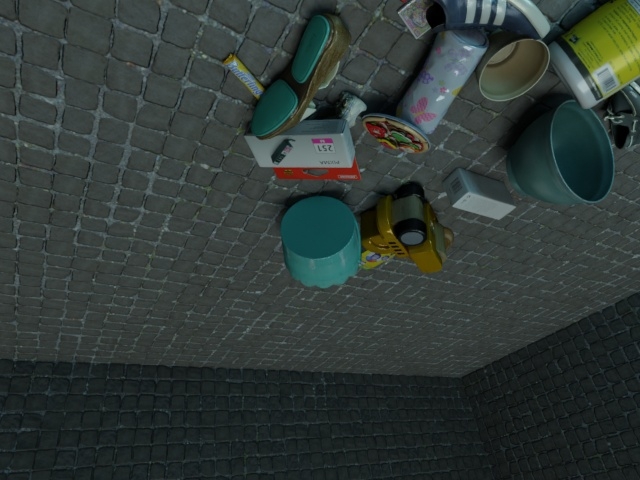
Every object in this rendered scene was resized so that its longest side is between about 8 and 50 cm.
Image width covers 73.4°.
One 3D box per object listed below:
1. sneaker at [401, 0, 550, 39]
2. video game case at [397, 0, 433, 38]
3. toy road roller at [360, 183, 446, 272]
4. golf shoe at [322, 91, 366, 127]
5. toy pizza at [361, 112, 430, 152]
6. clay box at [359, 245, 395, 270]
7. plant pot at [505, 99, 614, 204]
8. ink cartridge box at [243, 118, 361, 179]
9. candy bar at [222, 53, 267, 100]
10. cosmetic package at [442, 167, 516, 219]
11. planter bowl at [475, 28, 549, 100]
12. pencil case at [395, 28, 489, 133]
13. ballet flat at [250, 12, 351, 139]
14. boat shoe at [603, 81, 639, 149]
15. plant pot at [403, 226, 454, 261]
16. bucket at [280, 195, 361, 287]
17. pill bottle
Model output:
[{"bbox_3d":[0.311,-0.481,0.887,0.349,0.131,0.148,19,134,-22],"label":"sneaker"},{"bbox_3d":[0.243,-0.518,0.951,0.122,0.011,0.087,-31,140,27],"label":"video game case"},{"bbox_3d":[0.285,-0.027,1.514,0.240,0.203,0.329,-15,142,29],"label":"toy road roller"},{"bbox_3d":[0.056,-0.311,1.158,0.085,0.069,0.176,9,143,-35],"label":"golf shoe"},{"bbox_3d":[0.198,-0.278,1.155,0.201,0.032,0.201,25,177,1],"label":"toy pizza"},{"bbox_3d":[0.209,0.050,1.721,0.222,0.053,0.127,-34,138,30],"label":"clay box"},{"bbox_3d":[0.683,-0.233,1.269,0.292,0.294,0.196,10,167,-27],"label":"plant pot"},{"bbox_3d":[-0.041,-0.225,1.183,0.274,0.060,0.239,3,149,19],"label":"ink cartridge box"},{"bbox_3d":[-0.172,-0.384,1.035,0.040,0.018,0.161,-25,143,21],"label":"candy bar"},{"bbox_3d":[0.537,-0.155,1.454,0.230,0.118,0.085,13,140,-27],"label":"cosmetic package"},{"bbox_3d":[0.444,-0.436,1.032,0.161,0.109,0.162,-6,145,-4],"label":"planter bowl"},{"bbox_3d":[0.286,-0.392,1.049,0.124,0.113,0.273,35,140,8],"label":"pencil case"},{"bbox_3d":[-0.039,-0.369,1.022,0.124,0.116,0.342,-8,146,-47],"label":"ballet flat"},{"bbox_3d":[0.887,-0.361,1.247,0.099,0.116,0.319,-35,143,27],"label":"boat shoe"},{"bbox_3d":[0.435,0.025,1.761,0.236,0.033,0.236,-6,146,-4],"label":"plant pot"},{"bbox_3d":[0.000,0.000,1.413,0.280,0.282,0.183,-10,148,0],"label":"bucket"},{"bbox_3d":[0.717,-0.475,0.976,0.333,0.188,0.187,-34,139,31],"label":"pill bottle"}]
